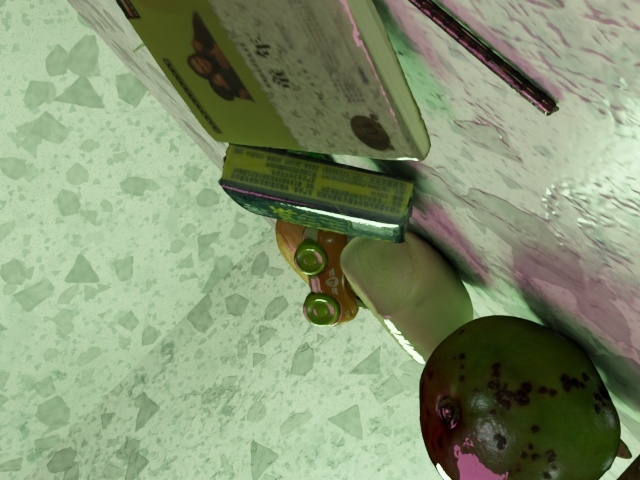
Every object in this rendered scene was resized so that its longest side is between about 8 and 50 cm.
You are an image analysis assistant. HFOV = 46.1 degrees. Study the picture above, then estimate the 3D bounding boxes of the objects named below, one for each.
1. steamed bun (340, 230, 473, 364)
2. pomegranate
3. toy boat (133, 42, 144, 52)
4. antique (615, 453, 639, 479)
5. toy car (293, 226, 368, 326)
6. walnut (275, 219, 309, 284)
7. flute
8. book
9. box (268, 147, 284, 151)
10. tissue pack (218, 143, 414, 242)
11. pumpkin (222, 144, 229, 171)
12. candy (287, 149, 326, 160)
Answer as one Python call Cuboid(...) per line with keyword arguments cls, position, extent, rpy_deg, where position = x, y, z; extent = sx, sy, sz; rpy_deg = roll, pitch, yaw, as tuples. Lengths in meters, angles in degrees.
Cuboid(cls="steamed bun", position=(0.148, 0.077, 1.267), extent=(0.200, 0.155, 0.250), rpy_deg=(51, 179, -29))
Cuboid(cls="pomegranate", position=(0.305, 0.243, 1.047), extent=(0.324, 0.290, 0.291), rpy_deg=(2, 179, -7))
Cuboid(cls="toy boat", position=(-0.292, -0.372, 1.350), extent=(0.091, 0.110, 0.175), rpy_deg=(42, 172, 20))
Cuboid(cls="antique", position=(0.483, 0.366, 1.006), extent=(0.148, 0.152, 0.147), rpy_deg=(45, 177, -33))
Cuboid(cls="toy car", position=(0.070, 0.055, 1.508), extent=(0.235, 0.235, 0.145), rpy_deg=(45, -159, -12))
Cuboid(cls="walnut", position=(0.000, 0.000, 1.682), extent=(0.225, 0.193, 0.193), rpy_deg=(51, 175, 2))
Cuboid(cls="flute", position=(0.075, -0.183, 0.572), extent=(0.269, 0.014, 0.014), rpy_deg=(43, 175, 9))
Cuboid(cls="book", position=(-0.063, -0.186, 0.779), extent=(0.352, 0.035, 0.239), rpy_deg=(11, 143, 45))
Cuboid(cls="box", position=(-0.086, -0.226, 0.985), extent=(0.203, 0.106, 0.252), rpy_deg=(43, 176, -4))
Cuboid(cls="tissue pack", position=(0.002, -0.062, 1.074), extent=(0.257, 0.081, 0.185), rpy_deg=(13, 173, 8))
Cuboid(cls="pumpkin", position=(-0.117, -0.143, 1.572), extent=(0.190, 0.146, 0.190), rpy_deg=(8, 157, 4))
Cuboid(cls="candy", position=(-0.024, -0.133, 1.368), extent=(0.141, 0.078, 0.203), rpy_deg=(42, 179, 29))
